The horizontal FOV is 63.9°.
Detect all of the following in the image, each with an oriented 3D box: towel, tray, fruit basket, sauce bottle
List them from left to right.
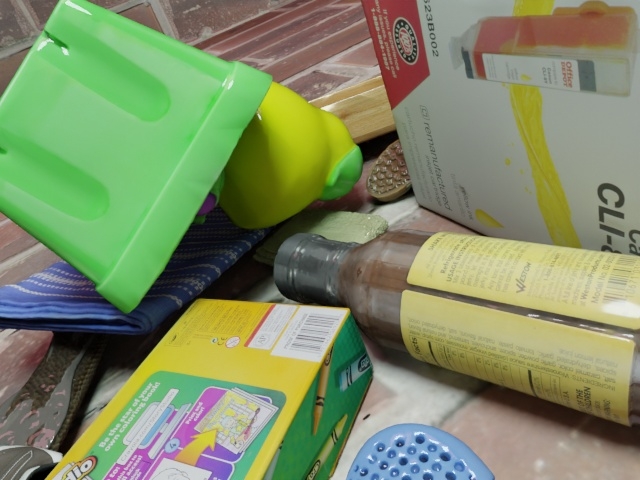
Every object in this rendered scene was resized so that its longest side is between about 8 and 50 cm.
[{"bbox_3d":[-0.206,0.013,0.634,0.243,0.040,0.336,-1,22,22],"label":"towel"},{"bbox_3d":[-0.143,-0.088,0.588,0.283,0.392,0.392,-58,37,2],"label":"fruit basket"},{"bbox_3d":[-0.040,-0.173,0.834,0.411,0.076,0.203,-20,19,3],"label":"tray"},{"bbox_3d":[0.000,0.000,0.622,0.148,0.027,0.110,6,39,38],"label":"towel"},{"bbox_3d":[0.105,0.045,0.411,0.344,0.111,0.111,12,44,40],"label":"sauce bottle"}]

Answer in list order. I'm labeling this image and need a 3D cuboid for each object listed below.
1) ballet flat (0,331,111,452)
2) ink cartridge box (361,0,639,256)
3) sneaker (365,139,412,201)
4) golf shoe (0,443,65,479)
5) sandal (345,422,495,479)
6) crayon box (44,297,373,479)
[{"bbox_3d":[-0.272,0.158,0.523,0.084,0.058,0.249,0,40,3],"label":"ballet flat"},{"bbox_3d":[0.227,-0.122,0.434,0.160,0.279,0.385,-32,33,-15],"label":"ink cartridge box"},{"bbox_3d":[0.148,-0.118,0.685,0.192,0.086,0.064,-49,59,6],"label":"sneaker"},{"bbox_3d":[-0.232,0.233,0.352,0.094,0.077,0.198,-2,47,-10],"label":"golf shoe"},{"bbox_3d":[0.043,0.199,0.192,0.126,0.138,0.317,-15,30,14],"label":"sandal"},{"bbox_3d":[-0.089,0.165,0.370,0.165,0.081,0.278,0,37,30],"label":"crayon box"}]
